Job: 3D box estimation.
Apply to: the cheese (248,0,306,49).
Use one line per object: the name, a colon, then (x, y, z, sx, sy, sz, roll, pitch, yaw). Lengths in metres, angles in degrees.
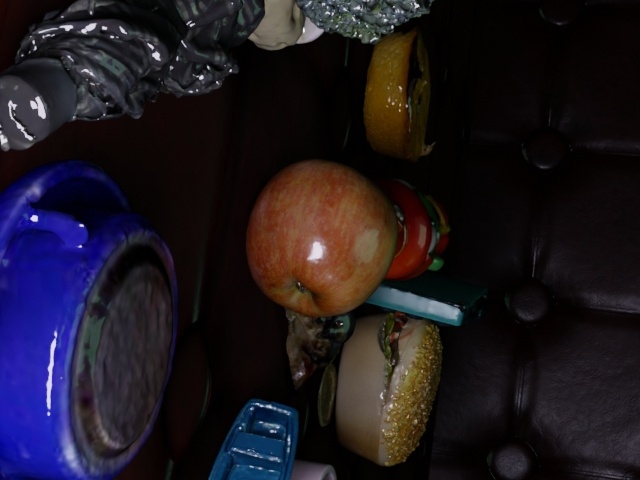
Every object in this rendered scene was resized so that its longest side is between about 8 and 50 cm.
cheese: (-0.050, -0.352, 1.192, 0.159, 0.093, 0.263, 42, 54, -74)

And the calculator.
calculator: (0.174, 0.098, 1.937, 0.274, 0.248, 0.058, -18, 120, -75)

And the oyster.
oyster: (0.008, 0.062, 1.592, 0.221, 0.096, 0.361, -78, 168, -49)

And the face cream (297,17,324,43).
face cream: (0.007, -0.356, 1.419, 0.311, 0.092, 0.092, -64, 156, -55)

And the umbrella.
umbrella: (-0.142, -0.175, 0.840, 0.336, 0.128, 0.154, -43, 139, -65)

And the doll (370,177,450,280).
doll: (0.117, -0.019, 1.827, 0.183, 0.160, 0.363, 65, 15, 8)

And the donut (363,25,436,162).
donut: (0.155, -0.270, 1.981, 0.253, 0.118, 0.254, 8, 90, -74)

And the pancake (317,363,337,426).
pancake: (0.010, 0.264, 1.827, 0.115, 0.011, 0.115, 4, 90, -74)

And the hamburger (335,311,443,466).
hamburger: (0.132, 0.271, 1.982, 0.302, 0.170, 0.302, 6, 90, -75)

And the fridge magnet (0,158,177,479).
fridge magnet: (-0.184, 0.073, 0.782, 0.265, 0.112, 0.266, 8, 90, -76)

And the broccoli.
broccoli: (0.044, -0.360, 1.167, 0.165, 0.145, 0.304, 48, 37, -52)

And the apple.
apple: (0.000, 0.000, 1.333, 0.188, 0.188, 0.174, 74, 31, -56)

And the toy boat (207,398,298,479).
toy boat: (-0.096, 0.331, 1.276, 0.062, 0.096, 0.299, 92, 14, -51)

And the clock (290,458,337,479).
clock: (-0.029, 0.435, 1.622, 0.197, 0.068, 0.197, 6, 90, -76)
